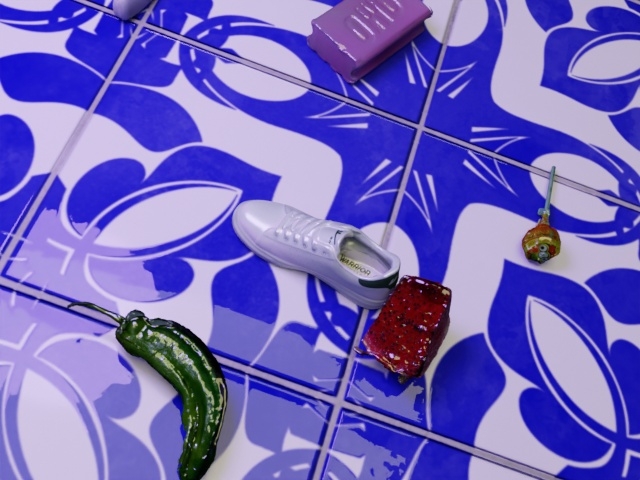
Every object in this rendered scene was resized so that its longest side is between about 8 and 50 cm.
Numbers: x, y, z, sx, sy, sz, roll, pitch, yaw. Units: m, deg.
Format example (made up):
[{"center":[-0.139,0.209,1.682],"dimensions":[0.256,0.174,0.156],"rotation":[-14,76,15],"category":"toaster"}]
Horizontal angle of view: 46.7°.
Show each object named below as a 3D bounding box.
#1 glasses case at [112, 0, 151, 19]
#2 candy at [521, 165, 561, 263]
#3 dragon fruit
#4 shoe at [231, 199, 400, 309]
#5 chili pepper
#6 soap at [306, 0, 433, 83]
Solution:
[{"center":[-0.292,-0.434,1.243],"dimensions":[0.041,0.063,0.164],"rotation":[30,62,4],"category":"glasses case"},{"center":[0.369,-0.049,1.208],"dimensions":[0.061,0.060,0.201],"rotation":[22,55,-1],"category":"candy"},{"center":[0.129,0.121,1.053],"dimensions":[0.102,0.096,0.147],"rotation":[30,92,15],"category":"dragon fruit"},{"center":[0.000,0.000,1.066],"dimensions":[0.265,0.110,0.095],"rotation":[28,63,0],"category":"shoe"},{"center":[-0.202,0.171,0.962],"dimensions":[0.122,0.065,0.278],"rotation":[-32,78,-28],"category":"chili pepper"},{"center":[0.085,-0.372,1.293],"dimensions":[0.122,0.065,0.203],"rotation":[44,63,10],"category":"soap"}]
